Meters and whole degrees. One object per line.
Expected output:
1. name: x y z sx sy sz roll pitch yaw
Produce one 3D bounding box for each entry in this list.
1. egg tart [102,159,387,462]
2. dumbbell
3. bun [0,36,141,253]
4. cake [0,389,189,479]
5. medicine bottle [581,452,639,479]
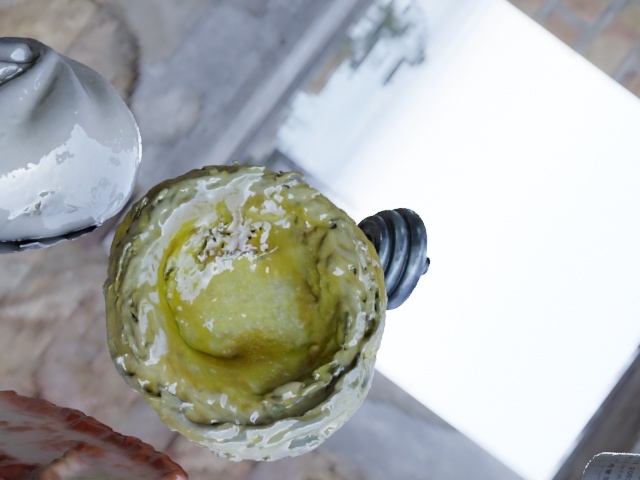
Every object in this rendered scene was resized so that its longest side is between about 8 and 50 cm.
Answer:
1. egg tart: -0.072 0.070 1.613 0.288 0.288 0.118 -53 178 -25
2. dumbbell: 0.000 0.000 1.755 0.110 0.254 0.110 -38 -135 51
3. bun: -0.203 -0.070 1.108 0.173 0.173 0.120 -53 141 -66
4. cake: -0.233 0.259 1.049 0.319 0.269 0.270 -23 -158 -40
5. medicine bottle: 0.428 0.296 1.988 0.260 0.095 0.095 -3 -141 42
